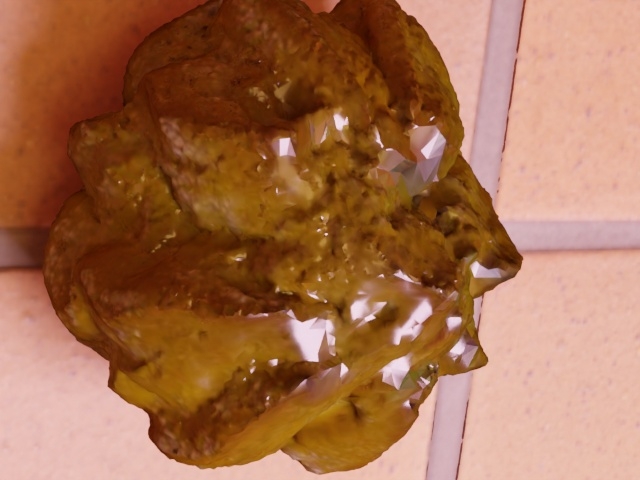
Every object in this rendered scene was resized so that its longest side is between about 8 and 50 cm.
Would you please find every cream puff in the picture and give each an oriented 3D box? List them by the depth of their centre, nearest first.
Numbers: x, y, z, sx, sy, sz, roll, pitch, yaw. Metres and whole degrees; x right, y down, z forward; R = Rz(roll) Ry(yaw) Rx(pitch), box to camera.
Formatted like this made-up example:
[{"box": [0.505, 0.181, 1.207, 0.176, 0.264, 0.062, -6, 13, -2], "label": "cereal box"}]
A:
[{"box": [-0.012, -0.001, 0.865, 0.244, 0.196, 0.244, -17, 139, -15], "label": "cream puff"}]
